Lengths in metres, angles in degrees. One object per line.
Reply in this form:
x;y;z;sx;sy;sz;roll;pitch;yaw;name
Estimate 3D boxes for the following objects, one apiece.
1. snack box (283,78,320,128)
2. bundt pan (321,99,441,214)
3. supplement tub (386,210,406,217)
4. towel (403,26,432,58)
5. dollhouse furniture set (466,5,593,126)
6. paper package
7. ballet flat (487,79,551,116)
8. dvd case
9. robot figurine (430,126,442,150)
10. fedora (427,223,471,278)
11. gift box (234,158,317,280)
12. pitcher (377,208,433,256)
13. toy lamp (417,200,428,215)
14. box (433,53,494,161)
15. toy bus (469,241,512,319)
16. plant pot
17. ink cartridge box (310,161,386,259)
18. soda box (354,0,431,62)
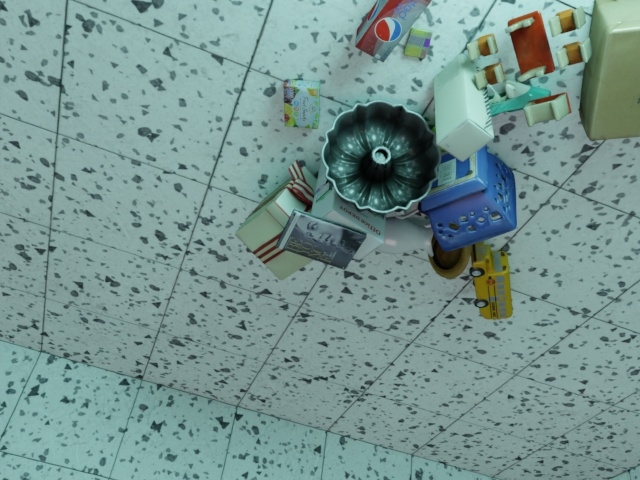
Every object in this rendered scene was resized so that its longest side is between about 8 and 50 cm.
-0.053;-0.385;1.837;0.100;0.037;0.141;4;139;3;snack box
0.163;-0.216;1.806;0.330;0.331;0.124;9;165;0;bundt pan
0.215;-0.109;2.079;0.107;0.071;0.071;-8;136;20;supplement tub
0.251;-0.506;1.667;0.060;0.009;0.083;11;138;-1;towel
0.526;-0.420;1.577;0.262;0.135;0.259;-8;111;37;dollhouse furniture set
0.803;-0.418;1.549;0.309;0.168;0.325;-3;137;12;paper package
0.481;-0.377;1.723;0.247;0.083;0.087;-15;120;22;ballet flat
0.000;0.000;1.856;0.221;0.018;0.164;19;136;-11;dvd case
0.346;-0.299;1.841;0.101;0.067;0.115;5;149;-40;robot figurine
0.443;0.032;2.164;0.079;0.194;0.194;-8;151;-37;fedora
-0.077;-0.076;2.043;0.255;0.276;0.258;43;134;-16;gift box
0.275;-0.039;2.127;0.207;0.125;0.178;5;111;-1;pitcher
0.280;-0.159;2.005;0.274;0.080;0.080;34;133;-25;toy lamp
0.357;-0.339;1.635;0.094;0.275;0.113;29;136;-25;box
0.595;0.141;2.266;0.130;0.108;0.333;-5;137;15;toy bus
0.418;-0.143;1.879;0.235;0.236;0.212;-19;131;31;plant pot
0.091;-0.113;1.938;0.201;0.278;0.117;31;135;-24;ink cartridge box
0.188;-0.562;1.557;0.092;0.083;0.263;25;136;-19;soda box
